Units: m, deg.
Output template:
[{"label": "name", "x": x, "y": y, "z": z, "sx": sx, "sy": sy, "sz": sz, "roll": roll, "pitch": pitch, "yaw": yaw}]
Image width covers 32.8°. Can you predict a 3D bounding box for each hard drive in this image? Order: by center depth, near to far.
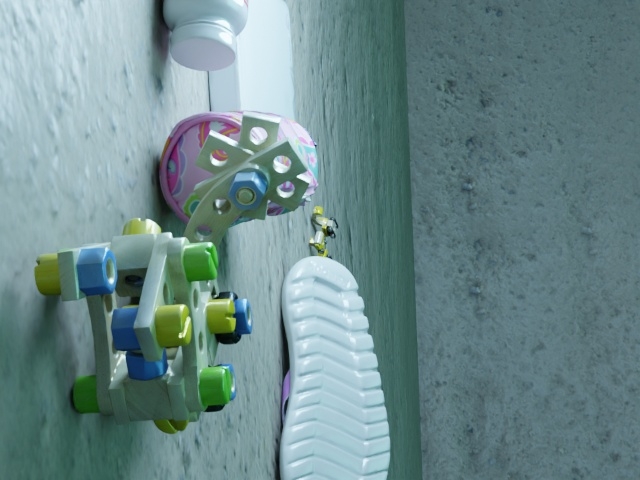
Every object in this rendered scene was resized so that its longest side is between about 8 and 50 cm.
[{"label": "hard drive", "x": -0.086, "y": -0.239, "z": 1.399, "sx": 0.307, "sy": 0.040, "sz": 0.203, "roll": -1, "pitch": 87, "yaw": -79}]

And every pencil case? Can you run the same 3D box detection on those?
[{"label": "pencil case", "x": -0.077, "y": -0.077, "z": 1.167, "sx": 0.284, "sy": 0.124, "sz": 0.124, "roll": -19, "pitch": 105, "yaw": -78}]

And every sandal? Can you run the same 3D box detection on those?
[{"label": "sandal", "x": 0.006, "y": 0.229, "z": 1.538, "sx": 0.102, "sy": 0.169, "sz": 0.416, "roll": -36, "pitch": -132, "yaw": 53}]

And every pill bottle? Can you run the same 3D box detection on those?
[{"label": "pill bottle", "x": -0.116, "y": -0.259, "z": 1.110, "sx": 0.087, "sy": 0.087, "sz": 0.160, "roll": 61, "pitch": 28, "yaw": -67}]

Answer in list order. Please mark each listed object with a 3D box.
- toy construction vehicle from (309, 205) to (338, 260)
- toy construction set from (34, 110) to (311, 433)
[{"label": "toy construction vehicle", "x": 0.000, "y": 0.000, "z": 1.814, "sx": 0.098, "sy": 0.035, "sz": 0.086, "roll": 63, "pitch": 37, "yaw": -59}, {"label": "toy construction set", "x": -0.115, "y": 0.028, "z": 0.903, "sx": 0.328, "sy": 0.151, "sz": 0.215, "roll": -58, "pitch": 144, "yaw": -55}]
